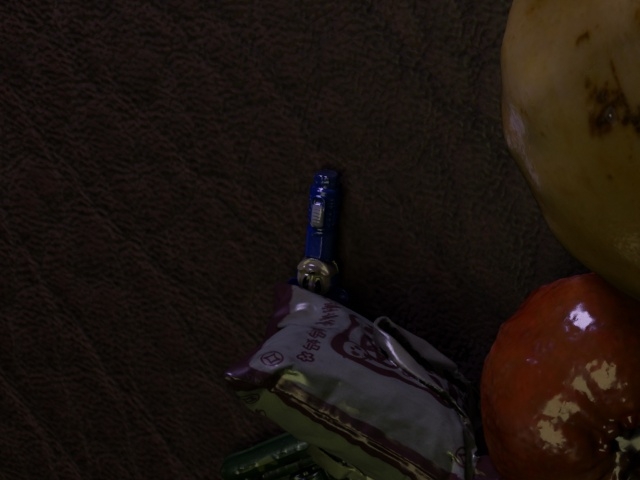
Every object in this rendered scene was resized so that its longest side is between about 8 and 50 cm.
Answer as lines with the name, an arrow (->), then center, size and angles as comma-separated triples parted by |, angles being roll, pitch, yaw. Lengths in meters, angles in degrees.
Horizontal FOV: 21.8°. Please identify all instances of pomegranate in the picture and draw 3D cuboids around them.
pomegranate -> 0.286, -0.111, 1.117 | 0.332, 0.332, 0.333 | 7, 110, 20

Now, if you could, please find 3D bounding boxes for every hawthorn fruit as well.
hawthorn fruit -> 0.214, 0.108, 1.267 | 0.207, 0.243, 0.208 | -2, 113, -5

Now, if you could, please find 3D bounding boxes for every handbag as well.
handbag -> 0.040, 0.131, 1.336 | 0.235, 0.213, 0.127 | 34, 104, 0

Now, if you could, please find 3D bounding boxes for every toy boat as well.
toy boat -> 0.004, 0.212, 1.481 | 0.210, 0.052, 0.104 | -23, 95, 28

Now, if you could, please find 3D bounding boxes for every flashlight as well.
flashlight -> 0.000, 0.000, 1.419 | 0.057, 0.035, 0.121 | 13, 112, 19
